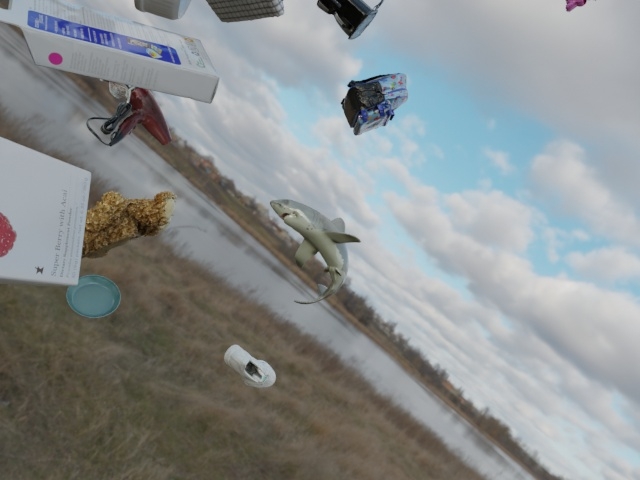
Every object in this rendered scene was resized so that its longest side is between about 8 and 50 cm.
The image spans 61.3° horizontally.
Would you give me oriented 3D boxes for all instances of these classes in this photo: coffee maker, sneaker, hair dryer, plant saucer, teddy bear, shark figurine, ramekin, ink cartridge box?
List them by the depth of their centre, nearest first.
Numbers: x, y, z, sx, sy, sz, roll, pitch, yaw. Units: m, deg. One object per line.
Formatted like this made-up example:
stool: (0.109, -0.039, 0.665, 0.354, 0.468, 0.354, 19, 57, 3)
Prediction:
ink cartridge box: (-0.372, -0.338, 0.927, 0.371, 0.069, 0.175, 8, 36, -32)
shark figurine: (0.021, 0.018, 1.043, 0.166, 0.116, 0.278, 3, -47, 21)
teddy bear: (-0.492, -0.038, 1.245, 0.245, 0.338, 0.113, 136, -70, -78)
plant saucer: (-0.538, 0.136, 1.280, 0.119, 0.119, 0.021, 40, -48, 5)
sneaker: (-0.174, 0.362, 1.464, 0.094, 0.080, 0.212, 21, -19, 40)
hair dryer: (-0.544, -0.348, 1.549, 0.080, 0.223, 0.293, -2, -11, 32)
ramekin: (-0.443, -0.789, 1.606, 0.127, 0.272, 0.273, 23, -1, -12)
coffee maker: (0.101, -0.810, 1.844, 0.178, 0.171, 0.120, 47, 15, 1)

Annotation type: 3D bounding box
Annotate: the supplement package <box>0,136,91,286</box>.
supplement package: (-0.465, -0.040, 0.677, 0.175, 0.177, 0.293, 1, -8, 16)

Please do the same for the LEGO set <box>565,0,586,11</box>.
LEGO set: (0.568, -0.654, 1.322, 0.087, 0.093, 0.227, 28, 33, -52)

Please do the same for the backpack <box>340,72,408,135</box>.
backpack: (0.156, -0.369, 1.437, 0.158, 0.173, 0.116, 132, -62, -80)

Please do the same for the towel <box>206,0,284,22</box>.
towel: (-0.223, -0.727, 1.451, 0.284, 0.121, 0.235, 12, -30, 39)
